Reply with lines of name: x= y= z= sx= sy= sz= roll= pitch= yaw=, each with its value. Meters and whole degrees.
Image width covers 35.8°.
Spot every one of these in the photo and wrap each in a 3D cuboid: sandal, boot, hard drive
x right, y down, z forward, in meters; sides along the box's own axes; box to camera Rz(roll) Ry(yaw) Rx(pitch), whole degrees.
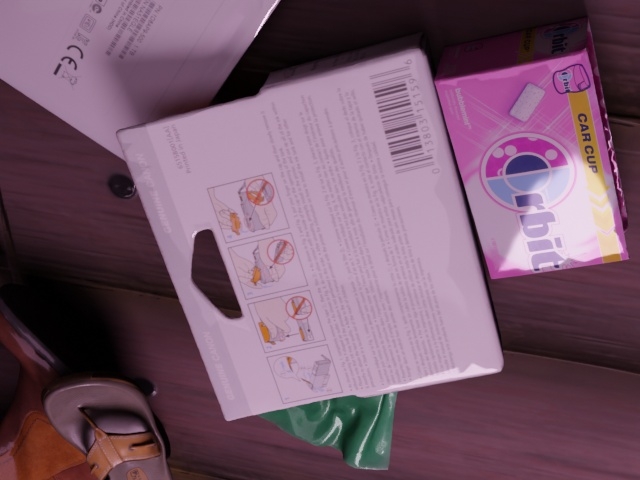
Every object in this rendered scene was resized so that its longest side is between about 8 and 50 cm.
sandal: x=-0.194 y=0.207 z=0.948 sx=0.090 sy=0.060 sz=0.219 roll=-19 pitch=128 yaw=-9
boot: x=-0.336 y=0.197 z=1.002 sx=0.280 sy=0.096 sz=0.264 roll=-29 pitch=128 yaw=6
hard drive: x=-0.216 y=-0.225 z=0.744 sx=0.353 sy=0.047 sz=0.233 roll=34 pitch=126 yaw=-10

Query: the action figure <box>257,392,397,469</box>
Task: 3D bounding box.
action figure: x=0.033 y=0.090 z=0.891 sx=0.137 sy=0.063 sz=0.232 roll=20 pitch=121 yaw=3

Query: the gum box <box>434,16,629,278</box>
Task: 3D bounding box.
gum box: x=0.164 y=-0.060 z=0.746 sx=0.107 sy=0.062 sz=0.188 roll=-8 pitch=122 yaw=21

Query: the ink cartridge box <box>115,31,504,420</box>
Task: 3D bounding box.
ink cartridge box: x=0.000 y=0.000 z=0.789 sx=0.239 sy=0.060 sz=0.275 roll=-12 pitch=112 yaw=13
